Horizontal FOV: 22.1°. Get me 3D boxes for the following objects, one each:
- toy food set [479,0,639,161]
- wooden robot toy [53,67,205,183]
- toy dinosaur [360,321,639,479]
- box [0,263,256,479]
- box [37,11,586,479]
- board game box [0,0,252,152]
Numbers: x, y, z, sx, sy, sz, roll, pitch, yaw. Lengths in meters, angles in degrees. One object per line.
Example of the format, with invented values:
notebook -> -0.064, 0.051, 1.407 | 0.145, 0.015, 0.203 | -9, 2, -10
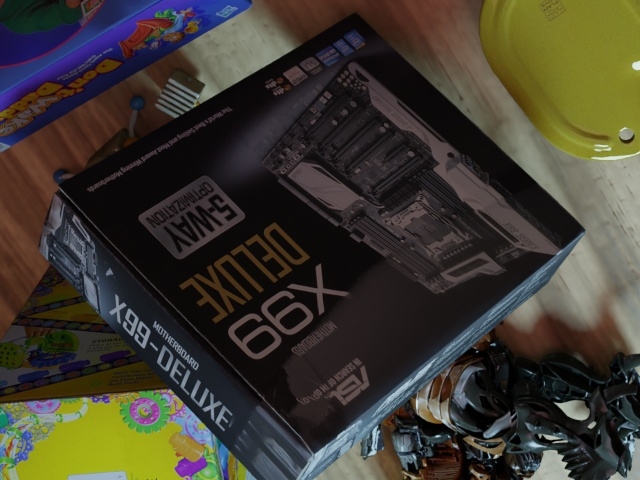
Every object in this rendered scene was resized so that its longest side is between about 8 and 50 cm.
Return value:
toy food set -> 0.184, -0.163, 1.205 | 0.128, 0.071, 0.218 | -32, 109, 19
wooden robot toy -> -0.151, -0.052, 1.280 | 0.173, 0.079, 0.076 | -41, 102, 19
toy dinosaur -> 0.138, 0.135, 1.294 | 0.218, 0.164, 0.322 | 16, 134, 17
box -> -0.127, 0.186, 1.264 | 0.177, 0.279, 0.290 | -5, 110, 8
box -> 0.000, 0.000, 1.130 | 0.242, 0.307, 0.076 | 45, 141, 14
board game box -> -0.221, -0.260, 1.117 | 0.233, 0.078, 0.347 | -27, 75, 16
